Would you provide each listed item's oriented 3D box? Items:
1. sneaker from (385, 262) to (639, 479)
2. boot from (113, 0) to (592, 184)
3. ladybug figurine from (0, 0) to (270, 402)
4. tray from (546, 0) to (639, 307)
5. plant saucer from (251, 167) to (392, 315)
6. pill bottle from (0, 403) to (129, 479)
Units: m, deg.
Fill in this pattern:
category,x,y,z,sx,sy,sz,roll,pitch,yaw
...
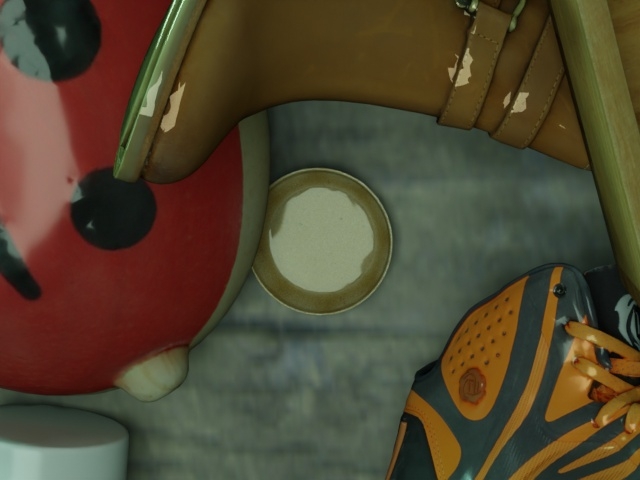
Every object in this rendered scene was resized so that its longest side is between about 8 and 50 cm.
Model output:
category,x,y,z,sx,sy,sz,roll,pitch,yaw
sneaker,0.168,0.099,0.911,0.321,0.124,0.180,1,76,34
boot,0.039,-0.088,0.910,0.220,0.283,0.109,34,139,-5
ladybug figurine,-0.204,-0.105,0.977,0.305,0.162,0.449,-36,90,11
tray,0.320,-0.122,0.862,0.411,0.076,0.203,-19,113,-2
plant saucer,0.000,0.000,1.030,0.083,0.015,0.083,1,97,9
pill bottle,-0.165,0.204,1.029,0.119,0.119,0.208,7,97,9
